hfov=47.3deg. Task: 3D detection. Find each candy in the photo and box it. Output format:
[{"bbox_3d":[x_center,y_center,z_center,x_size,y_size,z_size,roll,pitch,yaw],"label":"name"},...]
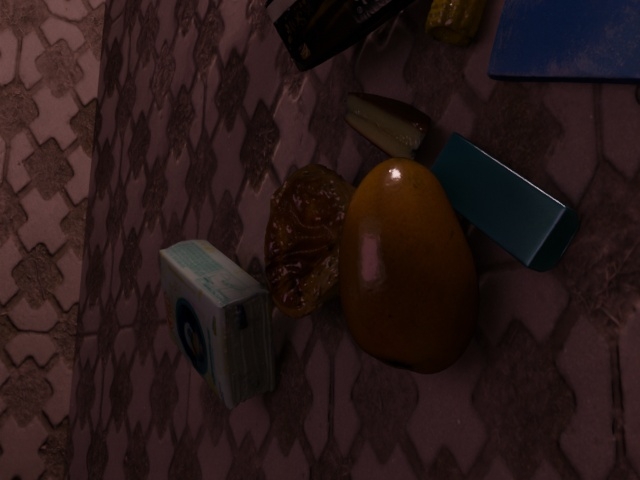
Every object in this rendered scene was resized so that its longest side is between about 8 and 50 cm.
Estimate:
[{"bbox_3d":[0.270,-0.475,1.379,0.106,0.094,0.199,21,93,59],"label":"candy"}]

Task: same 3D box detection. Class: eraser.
[{"bbox_3d":[0.411,-0.328,1.191,0.311,0.042,0.144,19,98,54],"label":"eraser"}]

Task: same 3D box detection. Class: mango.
[{"bbox_3d":[0.148,0.041,1.257,0.221,0.263,0.378,-11,81,42],"label":"mango"}]

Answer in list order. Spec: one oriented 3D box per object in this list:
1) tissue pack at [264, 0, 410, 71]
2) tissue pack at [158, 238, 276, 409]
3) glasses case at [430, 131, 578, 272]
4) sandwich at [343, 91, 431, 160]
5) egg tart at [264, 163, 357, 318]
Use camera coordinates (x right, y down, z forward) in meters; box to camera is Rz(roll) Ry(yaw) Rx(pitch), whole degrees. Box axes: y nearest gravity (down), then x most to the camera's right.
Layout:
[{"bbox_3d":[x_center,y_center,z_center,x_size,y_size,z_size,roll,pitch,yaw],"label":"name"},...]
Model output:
[{"bbox_3d":[0.069,-0.531,1.518,0.370,0.210,0.198,-24,104,49],"label":"tissue pack"},{"bbox_3d":[-0.260,0.193,1.820,0.388,0.162,0.288,32,130,52],"label":"tissue pack"},{"bbox_3d":[0.305,-0.071,1.257,0.117,0.070,0.301,-60,38,17],"label":"glasses case"},{"bbox_3d":[0.147,-0.229,1.482,0.258,0.096,0.094,45,124,47],"label":"sandwich"},{"bbox_3d":[0.000,0.000,1.572,0.352,0.153,0.340,-53,43,32],"label":"egg tart"}]
